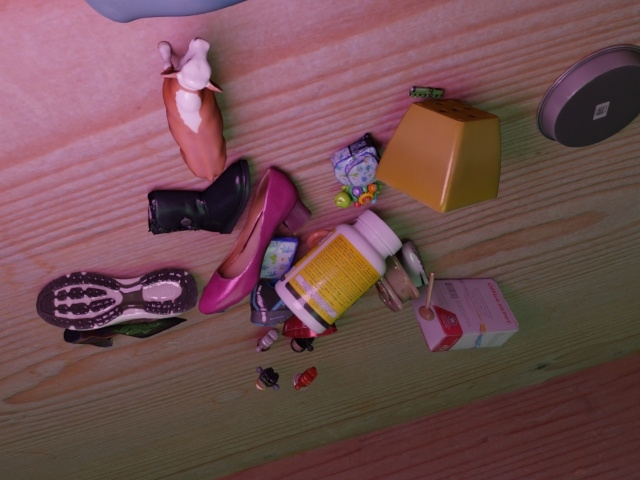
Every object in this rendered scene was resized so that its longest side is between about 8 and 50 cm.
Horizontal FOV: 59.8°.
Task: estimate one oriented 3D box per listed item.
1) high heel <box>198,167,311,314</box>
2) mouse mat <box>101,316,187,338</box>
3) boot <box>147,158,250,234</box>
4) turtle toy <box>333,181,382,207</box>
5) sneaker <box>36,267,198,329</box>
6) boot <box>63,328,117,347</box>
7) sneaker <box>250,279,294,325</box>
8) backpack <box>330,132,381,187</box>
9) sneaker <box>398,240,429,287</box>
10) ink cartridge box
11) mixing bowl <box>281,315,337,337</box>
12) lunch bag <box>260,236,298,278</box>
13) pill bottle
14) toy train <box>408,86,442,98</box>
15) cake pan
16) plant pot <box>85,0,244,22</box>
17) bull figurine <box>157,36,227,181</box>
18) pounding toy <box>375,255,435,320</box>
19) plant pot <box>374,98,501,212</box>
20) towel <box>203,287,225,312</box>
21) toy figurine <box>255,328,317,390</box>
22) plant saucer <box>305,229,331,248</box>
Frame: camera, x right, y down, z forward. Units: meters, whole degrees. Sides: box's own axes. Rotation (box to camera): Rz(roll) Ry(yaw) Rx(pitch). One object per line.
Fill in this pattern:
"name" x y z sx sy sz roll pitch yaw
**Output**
"high heel" -0.194 0.001 1.336 0.377 0.127 0.181 -50 133 -11
"mouse mat" -0.477 0.228 1.517 0.153 0.007 0.190 6 -169 22
"boot" -0.286 -0.093 1.282 0.207 0.094 0.246 -1 147 -27
"turtle toy" 0.096 -0.121 1.423 0.130 0.066 0.095 -14 143 -4
"sneaker" -0.543 0.179 1.514 0.411 0.158 0.182 -1 158 -13
"boot" -0.626 0.263 1.629 0.219 0.082 0.106 -11 156 16
"sneaker" -0.057 0.153 1.665 0.341 0.139 0.125 -11 -171 -40
"backpack" 0.087 -0.180 1.329 0.114 0.084 0.105 -23 141 12
"sneaker" 0.279 0.087 1.758 0.095 0.090 0.235 -14 143 12
"ink cartridge box" 0.498 0.257 1.944 0.306 0.226 0.131 2 140 -23
"mixing bowl" -0.038 0.252 1.808 0.182 0.098 0.181 -4 161 -1
"lunch bag" -0.144 0.035 1.507 0.129 0.096 0.151 1 149 -23
"pill bottle" 0.054 0.078 1.509 0.334 0.188 0.188 -43 141 -1
"toy train" 0.236 -0.332 1.248 0.083 0.017 0.023 -2 131 -19
"cake pan" 0.690 -0.343 1.385 0.293 0.054 0.293 -11 144 -8
"plant pot" -0.211 -0.429 0.759 0.255 0.271 0.271 -15 146 21
"bull figurine" -0.233 -0.250 1.021 0.101 0.188 0.310 -9 143 -12
"pounding toy" 0.248 0.120 1.697 0.155 0.154 0.269 -37 105 -10
"plant pot" 0.280 -0.205 1.250 0.212 0.212 0.187 -16 127 -37
"towel" -0.319 0.180 1.680 0.067 0.029 0.119 -6 142 -14
"toy figurine" -0.122 0.412 1.916 0.210 0.212 0.148 2 156 -19
"plant saucer" 0.000 0.000 1.587 0.084 0.013 0.083 -11 143 -9
